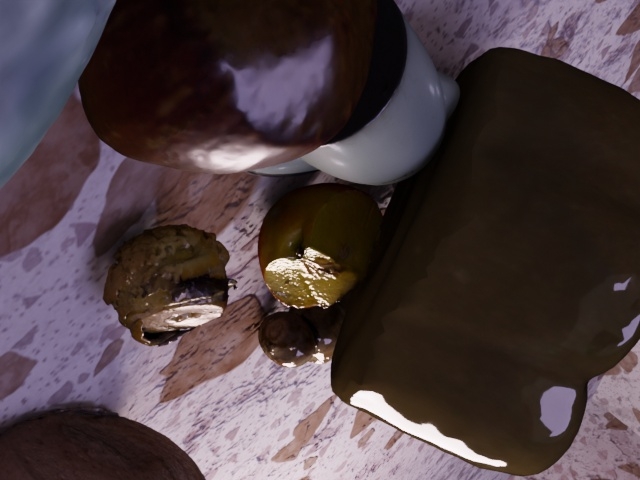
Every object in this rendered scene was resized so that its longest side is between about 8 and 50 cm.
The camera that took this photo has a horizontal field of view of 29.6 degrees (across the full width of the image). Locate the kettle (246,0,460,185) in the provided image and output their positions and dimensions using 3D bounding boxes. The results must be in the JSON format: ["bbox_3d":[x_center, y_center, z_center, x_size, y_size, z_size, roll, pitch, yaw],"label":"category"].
[{"bbox_3d":[0.007,-0.127,1.139,0.221,0.161,0.236,-26,164,13],"label":"kettle"}]

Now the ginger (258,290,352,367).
[{"bbox_3d":[-0.005,0.107,1.536,0.204,0.080,0.104,-25,132,-49],"label":"ginger"}]

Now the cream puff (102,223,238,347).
[{"bbox_3d":[-0.146,0.037,1.142,0.119,0.104,0.133,-24,158,22],"label":"cream puff"}]

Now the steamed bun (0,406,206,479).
[{"bbox_3d":[-0.238,0.319,1.256,0.251,0.199,0.301,-62,156,8],"label":"steamed bun"}]

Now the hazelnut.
[{"bbox_3d":[-0.066,-0.145,0.891,0.234,0.218,0.218,-36,153,-31],"label":"hazelnut"}]

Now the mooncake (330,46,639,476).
[{"bbox_3d":[0.197,0.020,1.358,0.467,0.262,0.467,-158,-90,-87],"label":"mooncake"}]

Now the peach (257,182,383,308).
[{"bbox_3d":[-0.004,-0.006,1.326,0.151,0.118,0.151,-14,137,-13],"label":"peach"}]

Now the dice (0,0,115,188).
[{"bbox_3d":[-0.275,-0.150,0.344,0.330,0.348,0.328,-48,158,-20],"label":"dice"}]
